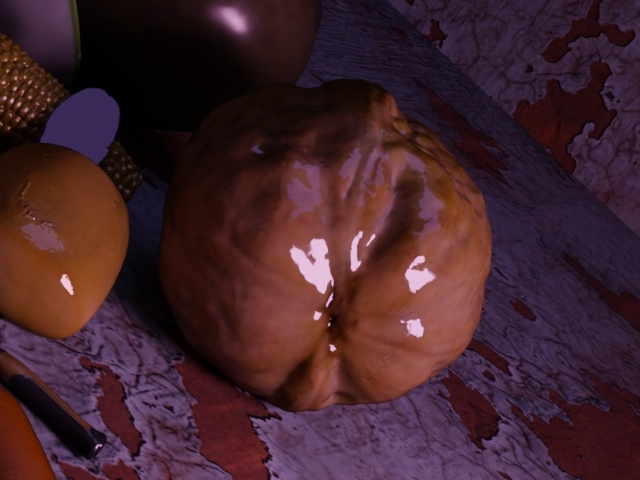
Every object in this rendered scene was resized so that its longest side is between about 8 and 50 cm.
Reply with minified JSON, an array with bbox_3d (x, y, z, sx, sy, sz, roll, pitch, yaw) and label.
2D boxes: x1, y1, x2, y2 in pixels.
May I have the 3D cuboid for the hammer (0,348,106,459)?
[{"bbox_3d":[-0.241,0.094,1.514,0.201,0.021,0.078,42,17,10],"label":"hammer"}]

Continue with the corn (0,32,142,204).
[{"bbox_3d":[-0.279,-0.119,1.860,0.260,0.091,0.091,42,16,-9],"label":"corn"}]

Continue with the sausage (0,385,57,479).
[{"bbox_3d":[-0.207,0.179,1.243,0.105,0.105,0.274,26,22,-38],"label":"sausage"}]

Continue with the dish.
[{"bbox_3d":[-0.344,-0.291,1.950,0.124,0.324,0.324,-18,44,-16],"label":"dish"}]

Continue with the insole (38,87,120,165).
[{"bbox_3d":[-0.237,-0.075,1.804,0.064,0.004,0.188,42,50,-7],"label":"insole"}]

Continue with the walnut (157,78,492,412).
[{"bbox_3d":[0.000,-0.004,1.830,0.306,0.306,0.344,34,11,-17],"label":"walnut"}]

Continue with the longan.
[{"bbox_3d":[-0.158,-0.264,2.116,0.319,0.319,0.319,36,17,-13],"label":"longan"}]

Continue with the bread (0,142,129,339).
[{"bbox_3d":[-0.226,-0.012,1.665,0.147,0.098,0.217,39,24,-13],"label":"bread"}]
